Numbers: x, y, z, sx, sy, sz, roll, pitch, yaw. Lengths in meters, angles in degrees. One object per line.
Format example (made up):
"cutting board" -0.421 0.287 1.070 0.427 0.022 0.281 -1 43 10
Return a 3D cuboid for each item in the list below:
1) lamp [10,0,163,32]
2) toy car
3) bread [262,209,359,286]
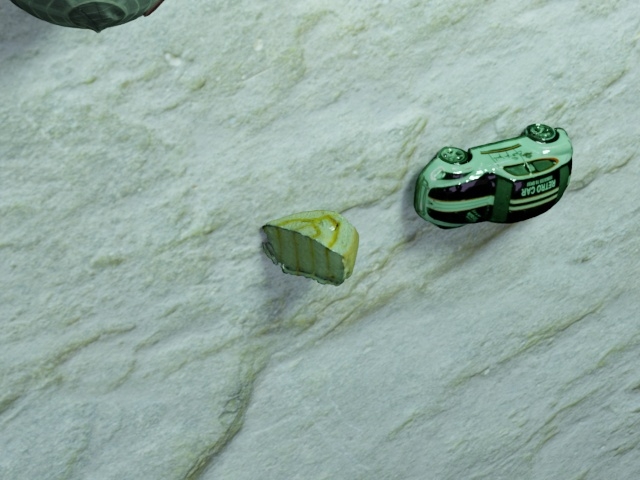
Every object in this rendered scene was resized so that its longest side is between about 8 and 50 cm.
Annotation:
"lamp" -0.278 -0.355 1.535 0.265 0.233 0.233 6 122 -55
"toy car" 0.309 -0.094 2.206 0.306 0.125 0.136 -16 132 -24
"bread" -0.004 -0.003 2.101 0.110 0.156 0.103 -52 154 -36
